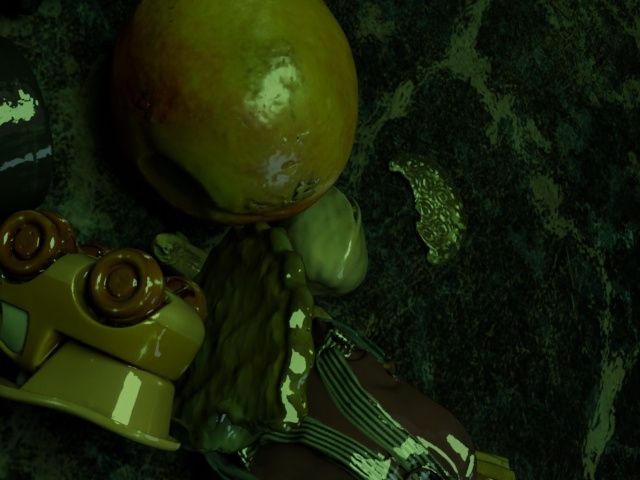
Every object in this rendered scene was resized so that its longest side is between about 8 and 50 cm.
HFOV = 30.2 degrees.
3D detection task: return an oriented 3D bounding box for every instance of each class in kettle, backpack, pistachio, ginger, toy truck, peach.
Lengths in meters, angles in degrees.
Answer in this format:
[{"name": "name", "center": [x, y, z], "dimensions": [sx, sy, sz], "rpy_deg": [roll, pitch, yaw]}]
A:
[{"name": "kettle", "center": [-0.464, -0.073, 1.304], "dimensions": [0.290, 0.207, 0.269], "rpy_deg": [-19, 115, -38]}, {"name": "backpack", "center": [0.042, 0.276, 1.517], "dimensions": [0.317, 0.197, 0.283], "rpy_deg": [32, 66, 23]}, {"name": "pistachio", "center": [0.000, 0.000, 1.693], "dimensions": [0.126, 0.152, 0.223], "rpy_deg": [29, 16, -28]}, {"name": "ginger", "center": [-0.107, 0.085, 1.624], "dimensions": [0.333, 0.081, 0.148], "rpy_deg": [38, 48, -27]}, {"name": "toy truck", "center": [-0.261, 0.103, 1.363], "dimensions": [0.212, 0.288, 0.204], "rpy_deg": [-68, 161, -9]}, {"name": "peach", "center": [-0.104, -0.203, 1.583], "dimensions": [0.372, 0.290, 0.373], "rpy_deg": [4, 55, -5]}]

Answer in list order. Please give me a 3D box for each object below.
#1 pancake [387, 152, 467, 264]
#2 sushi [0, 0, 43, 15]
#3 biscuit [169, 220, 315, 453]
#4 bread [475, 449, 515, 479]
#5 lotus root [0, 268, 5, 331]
[{"name": "pancake", "center": [0.178, -0.053, 1.973], "dimensions": [0.184, 0.020, 0.191], "rpy_deg": [23, 59, -35]}, {"name": "sushi", "center": [-0.416, -0.403, 1.467], "dimensions": [0.350, 0.170, 0.211], "rpy_deg": [-6, 77, -44]}, {"name": "biscuit", "center": [-0.099, 0.148, 1.402], "dimensions": [0.078, 0.329, 0.335], "rpy_deg": [18, 19, -30]}, {"name": "bread", "center": [0.212, 0.478, 1.695], "dimensions": [0.370, 0.191, 0.314], "rpy_deg": [29, 53, -37]}, {"name": "lotus root", "center": [-0.437, 0.118, 1.246], "dimensions": [0.314, 0.169, 0.141], "rpy_deg": [-58, 147, -3]}]
